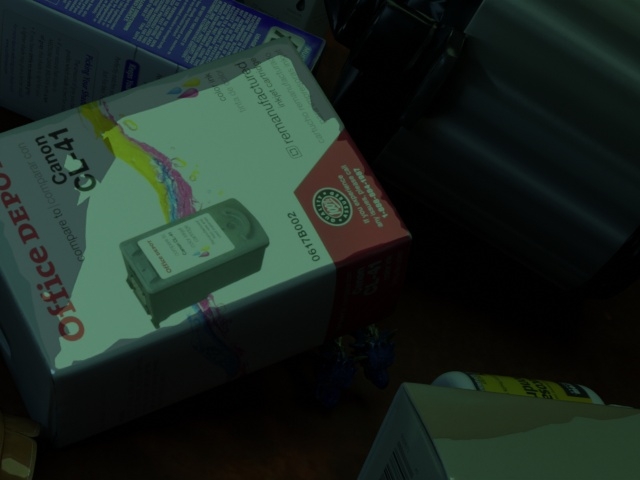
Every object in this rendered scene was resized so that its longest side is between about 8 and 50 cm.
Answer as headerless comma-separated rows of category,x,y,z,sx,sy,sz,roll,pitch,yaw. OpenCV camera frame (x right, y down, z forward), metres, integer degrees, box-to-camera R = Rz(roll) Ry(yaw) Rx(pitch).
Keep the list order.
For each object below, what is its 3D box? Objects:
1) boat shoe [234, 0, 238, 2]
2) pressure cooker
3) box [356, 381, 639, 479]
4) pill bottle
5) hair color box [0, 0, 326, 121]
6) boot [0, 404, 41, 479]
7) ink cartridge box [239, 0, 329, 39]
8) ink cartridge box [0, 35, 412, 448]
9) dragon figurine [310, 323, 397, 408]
boat shoe,-0.128,-0.223,2.033,0.081,0.079,0.227,33,35,1
pressure cooker,0.195,-0.189,1.818,0.420,0.375,0.370,32,-16,-4
box,0.193,0.215,1.447,0.311,0.148,0.121,9,31,-24
pill bottle,0.180,0.168,1.554,0.184,0.103,0.103,8,32,-24
hair color box,-0.179,-0.170,1.766,0.338,0.185,0.110,25,57,4
boot,-0.279,0.157,1.301,0.152,0.073,0.197,22,32,-9
ink cartridge box,-0.038,-0.335,2.148,0.139,0.191,0.082,31,30,16
ink cartridge box,-0.115,-0.003,1.457,0.306,0.131,0.226,-21,64,-21
dragon figurine,0.000,0.000,1.615,0.085,0.289,0.144,-2,-1,-39
